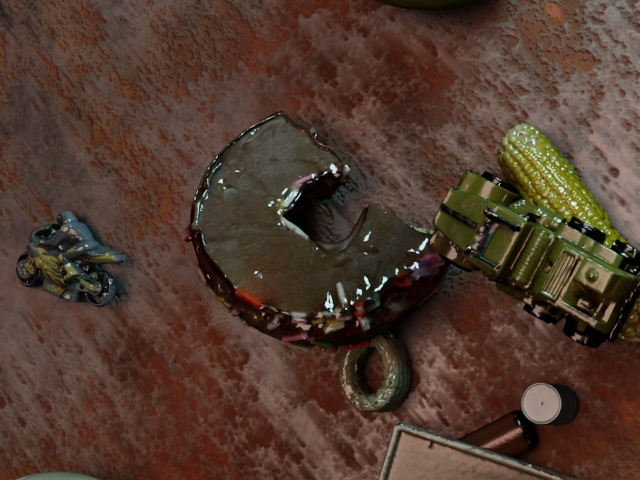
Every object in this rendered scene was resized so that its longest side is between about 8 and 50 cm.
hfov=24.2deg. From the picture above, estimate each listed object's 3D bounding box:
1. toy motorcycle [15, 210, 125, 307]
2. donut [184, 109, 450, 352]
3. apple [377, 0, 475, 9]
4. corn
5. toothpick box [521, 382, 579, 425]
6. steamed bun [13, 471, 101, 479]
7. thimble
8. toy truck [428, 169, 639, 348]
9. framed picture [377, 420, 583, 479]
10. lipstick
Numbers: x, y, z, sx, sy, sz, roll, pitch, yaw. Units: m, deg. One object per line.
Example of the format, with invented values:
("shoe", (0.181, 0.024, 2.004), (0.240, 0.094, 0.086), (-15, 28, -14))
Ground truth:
("toy motorcycle", (-0.357, 0.022, 2.131), (0.193, 0.061, 0.124), (13, 96, 33))
("donut", (-0.019, 0.013, 1.898), (0.345, 0.136, 0.259), (37, 70, 25))
("apple", (0.133, -0.430, 1.867), (0.254, 0.292, 0.292), (23, 93, 20))
("corn", (0.317, -0.005, 1.814), (0.097, 0.097, 0.320), (-38, 68, 15))
("toothpick box", (0.278, 0.198, 1.810), (0.052, 0.083, 0.052), (-3, 82, 24))
("steamed bun", (-0.353, 0.470, 1.990), (0.324, 0.206, 0.324), (-2, 85, 22))
("thimble", (0.070, 0.166, 1.920), (0.084, 0.062, 0.110), (3, 85, 24))
("toy truck", (0.242, 0.016, 1.730), (0.257, 0.127, 0.127), (32, 100, 30))
("framed picture", (0.198, 0.363, 1.816), (0.289, 0.016, 0.213), (17, 93, 10))
("lipstick", (0.111, 0.313, 1.886), (0.357, 0.057, 0.057), (-29, 72, 18))
